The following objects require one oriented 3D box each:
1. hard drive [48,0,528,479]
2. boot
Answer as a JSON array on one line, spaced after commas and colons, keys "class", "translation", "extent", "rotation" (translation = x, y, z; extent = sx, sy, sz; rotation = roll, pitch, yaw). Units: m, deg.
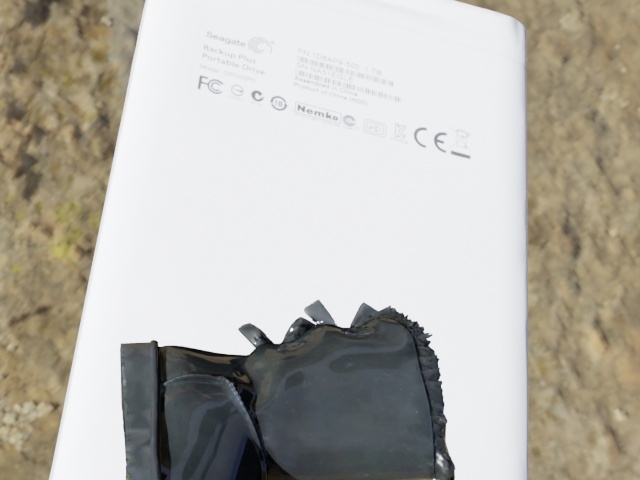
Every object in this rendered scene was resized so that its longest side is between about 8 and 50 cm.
[{"class": "hard drive", "translation": [0.000, 0.000, 0.677], "extent": [0.233, 0.047, 0.353], "rotation": [13, 58, -13]}, {"class": "boot", "translation": [-0.009, 0.067, 0.376], "extent": [0.099, 0.045, 0.121], "rotation": [-3, 36, -9]}]
